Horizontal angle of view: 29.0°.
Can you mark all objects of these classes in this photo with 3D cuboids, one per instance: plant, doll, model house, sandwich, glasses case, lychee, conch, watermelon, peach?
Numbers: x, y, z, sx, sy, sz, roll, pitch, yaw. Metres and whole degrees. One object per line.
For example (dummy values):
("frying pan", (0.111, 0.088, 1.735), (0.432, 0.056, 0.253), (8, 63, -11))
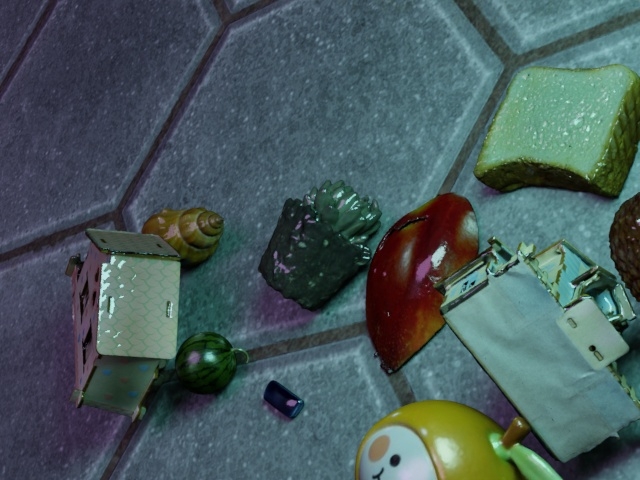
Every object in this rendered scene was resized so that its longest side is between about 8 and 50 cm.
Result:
("plant", (0.000, 0.000, 1.852), (0.194, 0.132, 0.129), (-56, 33, 4))
("doll", (0.168, 0.271, 1.427), (0.236, 0.213, 0.213), (-38, 42, 26))
("model house", (-0.308, 0.094, 2.004), (0.326, 0.169, 0.244), (-102, 27, -43))
("sandwich", (0.329, -0.147, 1.666), (0.214, 0.065, 0.186), (10, 71, 49))
("glasses case", (-0.058, 0.235, 1.834), (0.033, 0.023, 0.083), (-57, 38, -4))
("lychee", (0.416, 0.001, 1.380), (0.194, 0.194, 0.194), (-26, 47, 32))
("conch", (-0.262, 0.012, 2.152), (0.330, 0.109, 0.093), (-29, 52, 45))
("watermelon", (-0.176, 0.188, 1.932), (0.109, 0.109, 0.109), (-26, 47, 32))
("model house", (0.278, 0.095, 1.461), (0.178, 0.271, 0.206), (-38, 6, 23))
("peach", (0.122, 0.048, 1.745), (0.189, 0.068, 0.279), (-4, 61, 49))
